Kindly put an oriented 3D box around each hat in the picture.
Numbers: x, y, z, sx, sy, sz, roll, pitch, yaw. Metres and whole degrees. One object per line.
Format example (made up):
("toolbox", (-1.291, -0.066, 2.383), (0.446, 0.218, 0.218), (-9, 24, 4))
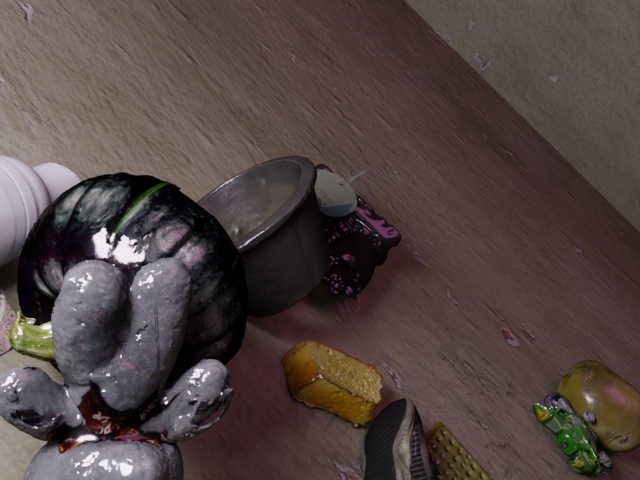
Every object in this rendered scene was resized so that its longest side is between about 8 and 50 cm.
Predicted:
("hat", (-0.402, 0.095, 1.229), (0.058, 0.042, 0.087), (-30, 111, -58))

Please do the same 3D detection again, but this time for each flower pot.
("flower pot", (-0.091, 0.009, 1.567), (0.166, 0.269, 0.269), (60, 22, -24))

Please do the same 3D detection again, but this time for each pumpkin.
("pumpkin", (-0.235, 0.076, 1.209), (0.296, 0.296, 0.296), (32, 31, -22))

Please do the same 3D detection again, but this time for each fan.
("fan", (0.033, -0.098, 1.863), (0.113, 0.005, 0.175), (45, 44, 13))

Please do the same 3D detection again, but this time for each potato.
("potato", (0.581, 0.340, 2.088), (0.200, 0.137, 0.154), (43, -2, -3))

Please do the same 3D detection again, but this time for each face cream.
("face cream", (-0.423, -0.032, 1.253), (0.145, 0.145, 0.370), (48, 27, 6))

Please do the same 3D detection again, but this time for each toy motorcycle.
("toy motorcycle", (0.492, 0.384, 1.986), (0.106, 0.074, 0.190), (-18, 66, -49))

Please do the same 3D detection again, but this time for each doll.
("doll", (-0.215, 0.187, 1.064), (0.246, 0.340, 0.158), (5, 26, -27))

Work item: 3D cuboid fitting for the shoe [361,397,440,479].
("shoe", (0.128, 0.345, 1.540), (0.112, 0.099, 0.227), (42, 32, -20))

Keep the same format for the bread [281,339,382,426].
("bread", (0.029, 0.223, 1.596), (0.187, 0.065, 0.103), (31, 26, -27))

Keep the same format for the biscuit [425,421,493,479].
("biscuit", (0.252, 0.411, 1.686), (0.231, 0.016, 0.139), (49, 28, 6))

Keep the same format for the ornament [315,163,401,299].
("ornament", (0.000, 0.000, 1.821), (0.251, 0.106, 0.260), (42, 37, 9))
